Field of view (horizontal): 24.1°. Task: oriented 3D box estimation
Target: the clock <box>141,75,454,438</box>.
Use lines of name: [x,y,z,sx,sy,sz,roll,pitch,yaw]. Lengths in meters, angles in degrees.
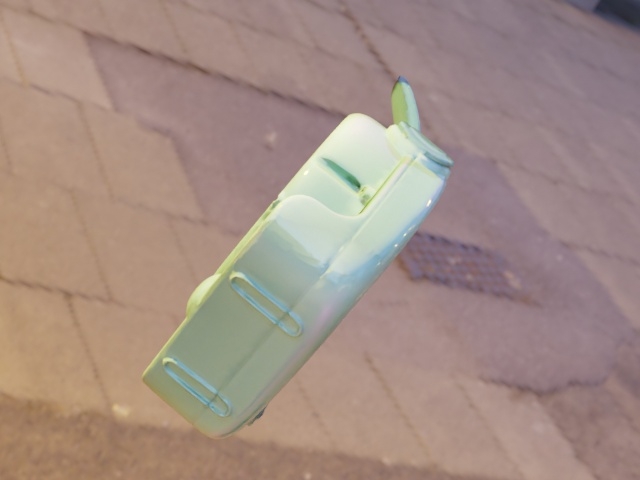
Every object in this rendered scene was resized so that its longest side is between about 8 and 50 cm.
clock: [0.000,0.000,0.496,0.041,0.101,0.135,39,39,-1]
